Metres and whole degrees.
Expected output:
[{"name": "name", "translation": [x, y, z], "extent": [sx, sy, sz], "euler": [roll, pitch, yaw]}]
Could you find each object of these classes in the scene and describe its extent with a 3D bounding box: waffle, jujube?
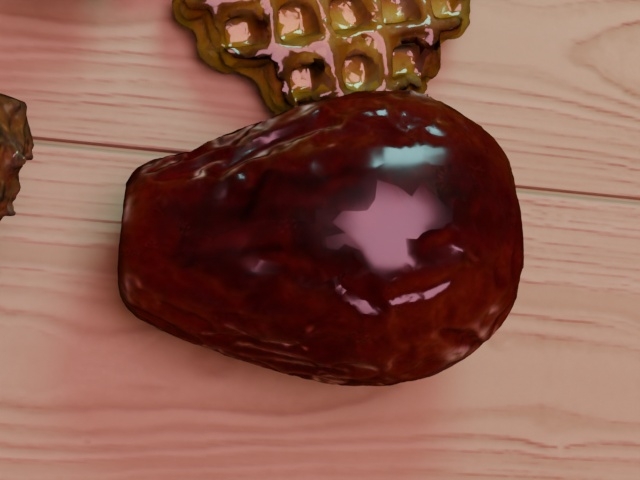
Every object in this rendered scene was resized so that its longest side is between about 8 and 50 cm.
[{"name": "waffle", "translation": [-0.001, -0.203, 1.318], "extent": [0.238, 0.059, 0.243], "euler": [32, 69, -11]}, {"name": "jujube", "translation": [0.000, 0.000, 1.226], "extent": [0.255, 0.190, 0.190], "euler": [0, 81, -4]}]

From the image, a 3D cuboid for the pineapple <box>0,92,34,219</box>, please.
[{"name": "pineapple", "translation": [-0.282, 0.021, 1.114], "extent": [0.158, 0.158, 0.278], "euler": [29, 75, -15]}]
